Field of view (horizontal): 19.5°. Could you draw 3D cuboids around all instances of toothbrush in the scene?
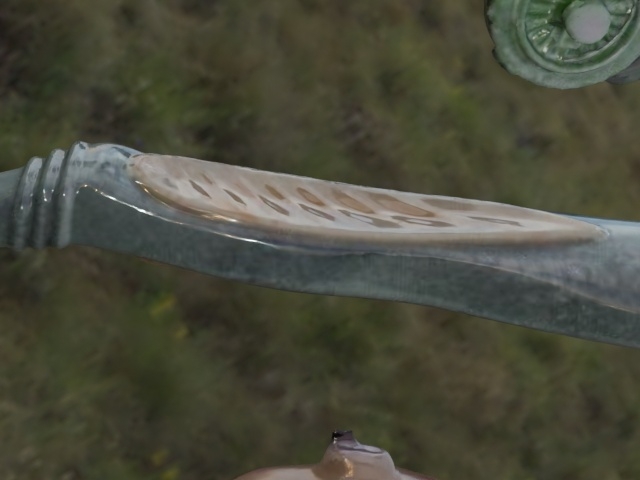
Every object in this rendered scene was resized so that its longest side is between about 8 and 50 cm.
[{"bbox_3d":[0.000,0.000,0.345,0.028,0.375,0.037,-84,-178,-55],"label":"toothbrush"}]

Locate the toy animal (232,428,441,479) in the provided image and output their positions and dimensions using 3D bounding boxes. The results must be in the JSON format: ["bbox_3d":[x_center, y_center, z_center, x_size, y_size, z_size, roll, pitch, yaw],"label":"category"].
[{"bbox_3d":[0.012,0.098,0.472,0.089,0.083,0.150,67,10,15],"label":"toy animal"}]

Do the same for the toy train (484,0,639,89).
[{"bbox_3d":[0.146,-0.241,1.004,0.307,0.249,0.173,51,12,-33],"label":"toy train"}]
